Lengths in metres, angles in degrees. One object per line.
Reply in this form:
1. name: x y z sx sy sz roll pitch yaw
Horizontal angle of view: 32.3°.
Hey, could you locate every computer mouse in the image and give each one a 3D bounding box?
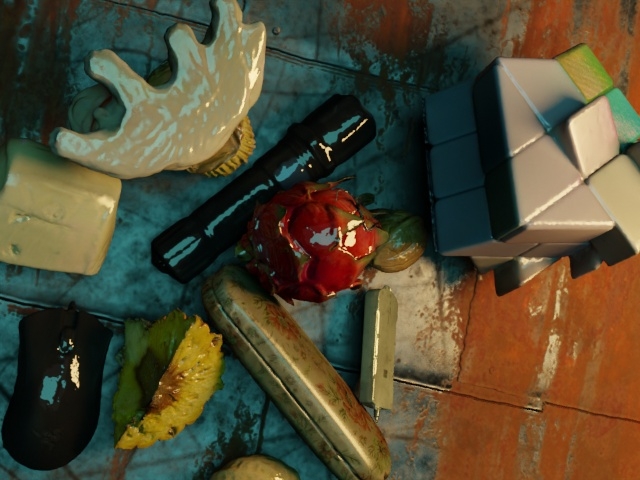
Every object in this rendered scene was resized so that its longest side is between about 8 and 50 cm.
1. computer mouse: -0.400 0.222 1.689 0.147 0.088 0.264 8 83 -17

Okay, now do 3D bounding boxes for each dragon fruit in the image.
1. dragon fruit: 0.000 0.000 1.709 0.274 0.193 0.192 -12 102 -16

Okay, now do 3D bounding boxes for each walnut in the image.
1. walnut: 0.122 -0.001 1.828 0.124 0.105 0.105 -38 97 -20

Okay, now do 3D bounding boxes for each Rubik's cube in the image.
1. Rubik's cube: 0.356 -0.123 1.772 0.368 0.358 0.387 1 76 -18

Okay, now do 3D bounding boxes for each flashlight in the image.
1. flashlight: -0.091 -0.081 1.781 0.424 0.103 0.103 -39 98 -11

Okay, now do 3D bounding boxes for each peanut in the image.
1. peanut: -0.104 0.408 1.742 0.159 0.109 0.140 -29 109 -10

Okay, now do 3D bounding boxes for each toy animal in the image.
1. toy animal: -0.231 -0.221 1.636 0.266 0.188 0.308 19 83 -13

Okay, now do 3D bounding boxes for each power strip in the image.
1. power strip: 0.095 0.185 1.807 0.029 0.080 0.227 -5 71 28

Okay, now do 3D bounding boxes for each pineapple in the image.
1. pineapple: -0.240 0.199 1.725 0.140 0.164 0.250 18 102 -43

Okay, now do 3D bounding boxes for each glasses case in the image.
1. glasses case: -0.035 0.217 1.745 0.098 0.156 0.425 -37 98 12

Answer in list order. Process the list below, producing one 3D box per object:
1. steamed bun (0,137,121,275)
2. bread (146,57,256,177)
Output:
1. steamed bun: -0.415 -0.049 1.669 0.225 0.170 0.200 22 114 -29
2. bread: -0.188 -0.193 1.742 0.132 0.114 0.190 -28 82 5
